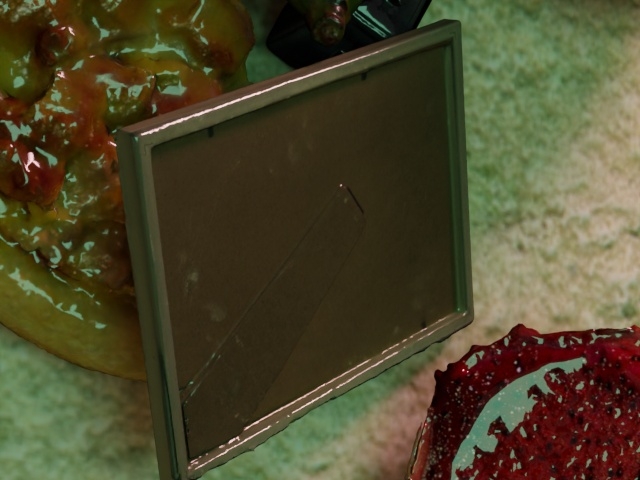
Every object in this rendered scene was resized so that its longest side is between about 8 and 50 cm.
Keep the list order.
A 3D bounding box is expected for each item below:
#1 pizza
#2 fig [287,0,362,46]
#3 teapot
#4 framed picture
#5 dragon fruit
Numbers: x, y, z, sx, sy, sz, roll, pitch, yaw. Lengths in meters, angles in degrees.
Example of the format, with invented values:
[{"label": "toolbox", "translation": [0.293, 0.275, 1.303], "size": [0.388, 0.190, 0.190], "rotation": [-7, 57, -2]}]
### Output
[{"label": "pizza", "translation": [-0.149, -0.078, 1.035], "size": [0.278, 0.114, 0.409], "rotation": [-37, 108, -19]}, {"label": "fig", "translation": [-0.016, -0.244, 1.076], "size": [0.195, 0.195, 0.245], "rotation": [-6, 89, -28]}, {"label": "teapot", "translation": [0.038, -0.169, 1.146], "size": [0.087, 0.096, 0.177], "rotation": [35, 71, -21]}, {"label": "framed picture", "translation": [0.000, 0.000, 1.063], "size": [0.315, 0.024, 0.232], "rotation": [-25, 118, -45]}, {"label": "dragon fruit", "translation": [0.151, 0.182, 1.153], "size": [0.261, 0.163, 0.189], "rotation": [-60, 140, -16]}]
